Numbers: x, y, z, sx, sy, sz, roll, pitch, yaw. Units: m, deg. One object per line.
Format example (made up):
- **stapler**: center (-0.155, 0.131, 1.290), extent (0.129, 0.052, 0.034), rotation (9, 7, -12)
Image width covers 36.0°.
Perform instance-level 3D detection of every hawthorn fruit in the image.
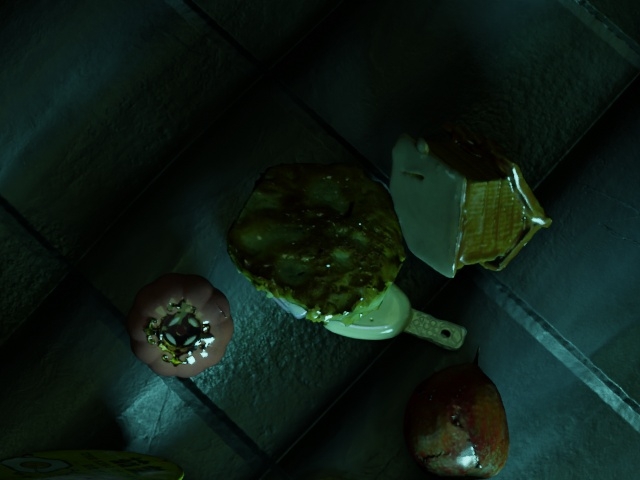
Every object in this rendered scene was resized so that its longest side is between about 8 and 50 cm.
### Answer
- **hawthorn fruit**: center (0.228, 0.283, 1.626), extent (0.181, 0.181, 0.235), rotation (13, 62, 3)

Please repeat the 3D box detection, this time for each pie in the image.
- **pie**: center (0.000, 0.000, 1.654), extent (0.288, 0.103, 0.354), rotation (20, 47, 3)

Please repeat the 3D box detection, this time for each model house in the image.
- **model house**: center (0.256, -0.073, 1.688), extent (0.229, 0.199, 0.219), rotation (-4, 118, -35)

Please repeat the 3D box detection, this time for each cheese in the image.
- **cheese**: center (0.135, 0.135, 1.698), extent (0.235, 0.050, 0.127), rotation (21, 78, 7)

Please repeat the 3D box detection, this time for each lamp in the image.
- **lamp**: center (-0.237, 0.141, 1.664), extent (0.182, 0.140, 0.182), rotation (-1, 98, -5)

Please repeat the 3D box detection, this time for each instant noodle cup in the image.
- **instant noodle cup**: center (-0.379, 0.478, 1.525), extent (0.326, 0.325, 0.254), rotation (3, 90, 1)

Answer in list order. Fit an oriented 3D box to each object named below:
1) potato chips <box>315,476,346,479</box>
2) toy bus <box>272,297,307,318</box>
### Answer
- **potato chips**: center (0.014, 0.501, 1.631), extent (0.208, 0.062, 0.195), rotation (-28, 83, -6)
- **toy bus**: center (-0.072, 0.063, 1.712), extent (0.172, 0.057, 0.072), rotation (44, 86, 9)
